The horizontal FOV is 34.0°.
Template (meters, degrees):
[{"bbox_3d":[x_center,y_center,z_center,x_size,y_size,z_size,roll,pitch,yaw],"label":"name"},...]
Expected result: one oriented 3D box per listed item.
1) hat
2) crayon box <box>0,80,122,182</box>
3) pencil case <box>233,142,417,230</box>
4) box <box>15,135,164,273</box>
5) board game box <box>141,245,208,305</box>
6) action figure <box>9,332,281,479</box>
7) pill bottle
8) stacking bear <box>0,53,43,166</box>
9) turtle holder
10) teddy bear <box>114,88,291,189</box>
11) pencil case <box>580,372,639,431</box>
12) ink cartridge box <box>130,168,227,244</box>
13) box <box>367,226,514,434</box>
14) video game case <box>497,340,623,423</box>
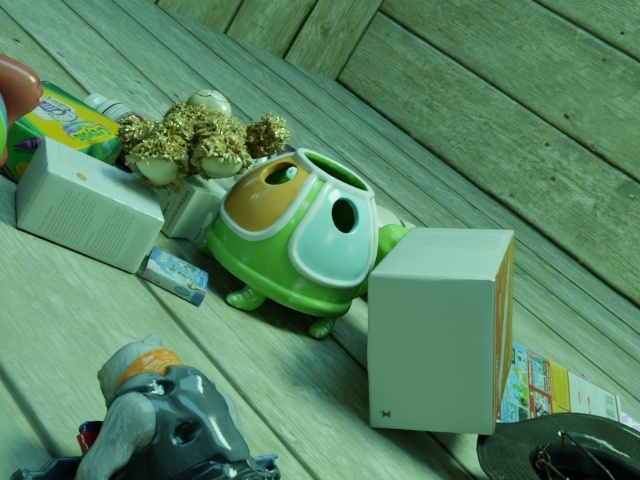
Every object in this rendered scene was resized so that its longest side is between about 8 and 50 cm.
[{"bbox_3d":[0.349,0.352,1.356,0.332,0.133,0.331,11,18,-4],"label":"hat"},{"bbox_3d":[-0.417,-0.159,1.588,0.165,0.081,0.278,32,15,1],"label":"crayon box"},{"bbox_3d":[0.032,-0.026,1.898,0.410,0.159,0.183,32,0,2],"label":"pencil case"},{"bbox_3d":[-0.313,-0.048,1.415,0.171,0.091,0.130,25,16,-26],"label":"box"},{"bbox_3d":[-0.202,0.048,1.464,0.090,0.020,0.090,27,15,-12],"label":"board game box"},{"bbox_3d":[-0.070,0.209,0.917,0.330,0.178,0.341,45,18,22],"label":"action figure"},{"bbox_3d":[-0.347,-0.188,1.815,0.152,0.086,0.086,36,15,17],"label":"pill bottle"},{"bbox_3d":[-0.454,-0.113,1.244,0.164,0.175,0.289,29,22,-19],"label":"stacking bear"},{"bbox_3d":[-0.004,0.003,1.597,0.320,0.227,0.243,28,14,-12],"label":"turtle holder"},{"bbox_3d":[-0.178,-0.156,1.547,0.245,0.113,0.338,-4,15,19],"label":"teddy bear"},{"bbox_3d":[0.521,0.331,1.856,0.206,0.088,0.086,37,13,24],"label":"pencil case"},{"bbox_3d":[-0.224,-0.068,1.655,0.143,0.092,0.090,38,17,27],"label":"ink cartridge box"},{"bbox_3d":[0.183,0.115,1.508,0.168,0.214,0.345,2,12,15],"label":"box"},{"bbox_3d":[0.384,0.279,1.728,0.285,0.025,0.204,28,38,-14],"label":"video game case"}]
